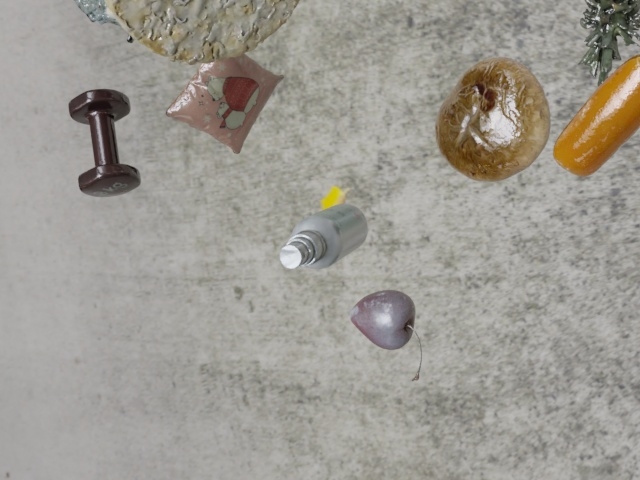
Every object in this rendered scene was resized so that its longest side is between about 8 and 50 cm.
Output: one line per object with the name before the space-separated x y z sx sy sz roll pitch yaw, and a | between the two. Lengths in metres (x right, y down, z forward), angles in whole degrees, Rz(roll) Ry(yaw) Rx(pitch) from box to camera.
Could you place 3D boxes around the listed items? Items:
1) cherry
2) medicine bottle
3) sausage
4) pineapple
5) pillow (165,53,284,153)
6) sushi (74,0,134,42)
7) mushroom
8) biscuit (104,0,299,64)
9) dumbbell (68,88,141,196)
cherry | 0.137 0.197 1.741 0.115 0.148 0.188 -109 20 -68
medicine bottle | 0.000 0.000 1.635 0.110 0.352 0.110 4 101 19
sausage | 0.482 -0.208 1.341 0.098 0.098 0.238 52 130 21
pineapple | 0.525 -0.453 1.467 0.169 0.169 0.340 0 104 39
pillow | -0.223 -0.348 1.947 0.236 0.223 0.084 -55 39 7
sushi | -0.516 -0.639 2.026 0.139 0.184 0.274 -6 131 51
mushroom | 0.363 -0.258 1.739 0.278 0.146 0.278 13 108 46
biscuit | -0.067 -0.180 0.495 0.020 0.152 0.152 49 124 44
dumbbell | -0.485 -0.218 1.819 0.140 0.124 0.225 -21 73 30
